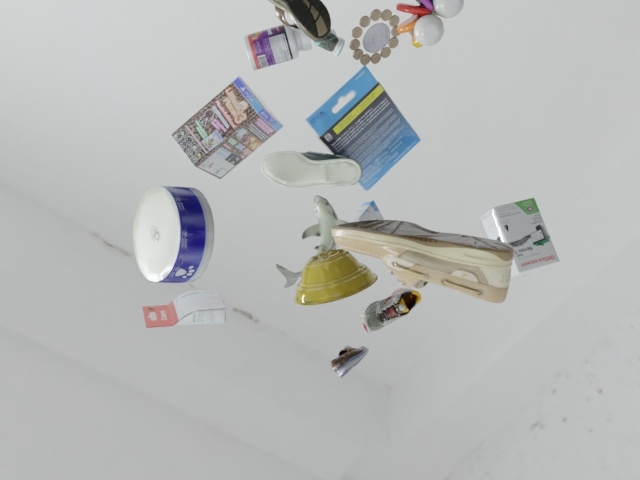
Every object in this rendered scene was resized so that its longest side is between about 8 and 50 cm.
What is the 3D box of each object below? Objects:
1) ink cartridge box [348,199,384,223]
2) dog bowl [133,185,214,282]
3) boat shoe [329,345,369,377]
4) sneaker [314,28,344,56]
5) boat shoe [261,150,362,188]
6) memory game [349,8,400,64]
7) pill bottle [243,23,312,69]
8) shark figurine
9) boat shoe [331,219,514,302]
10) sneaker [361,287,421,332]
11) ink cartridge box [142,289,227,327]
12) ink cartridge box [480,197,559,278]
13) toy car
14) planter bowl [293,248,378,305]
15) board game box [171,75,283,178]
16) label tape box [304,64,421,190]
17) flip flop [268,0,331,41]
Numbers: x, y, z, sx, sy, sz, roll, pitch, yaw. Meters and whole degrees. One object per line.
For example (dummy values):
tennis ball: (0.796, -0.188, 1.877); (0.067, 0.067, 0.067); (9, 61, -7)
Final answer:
ink cartridge box: (0.155, -0.064, 2.237); (0.088, 0.052, 0.122); (59, -137, -20)
dog bowl: (-0.402, -0.016, 1.795); (0.104, 0.265, 0.265); (1, -135, -42)
boat shoe: (0.093, 0.366, 2.097); (0.066, 0.066, 0.183); (43, -152, 14)
sneaker: (0.006, -0.568, 1.846); (0.076, 0.065, 0.166); (19, -164, -30)
boat shoe: (-0.024, -0.220, 2.058); (0.319, 0.116, 0.099); (4, -168, 14)
memory game: (0.171, -0.630, 2.051); (0.186, 0.186, 0.012); (12, -148, -41)
pill bottle: (-0.128, -0.594, 2.010); (0.108, 0.193, 0.108); (-16, -90, -89)
shark figurine: (0.004, 0.027, 1.871); (0.166, 0.278, 0.116); (22, 168, 23)
boat shoe: (0.169, 0.035, 1.189); (0.341, 0.110, 0.122); (12, -163, 30)
sneaker: (0.221, 0.212, 2.072); (0.225, 0.093, 0.088); (-33, -81, -26)
ink cartridge box: (-0.416, 0.204, 2.014); (0.232, 0.066, 0.189); (3, -167, -19)
ink cartridge box: (0.613, -0.003, 2.036); (0.160, 0.092, 0.219); (-14, -104, -19)
toy car: (0.264, -0.586, 1.665); (0.136, 0.182, 0.159); (31, -162, -15)
planter bowl: (0.025, 0.078, 1.630); (0.217, 0.217, 0.090); (-36, -69, -61)
board game box: (-0.300, -0.362, 2.175); (0.141, 0.291, 0.232); (52, -174, 11)
label tape box: (0.125, -0.362, 2.104); (0.348, 0.249, 0.115); (45, -176, -35)
flip flop: (-0.084, -0.622, 1.770); (0.277, 0.080, 0.112); (39, -122, 11)
